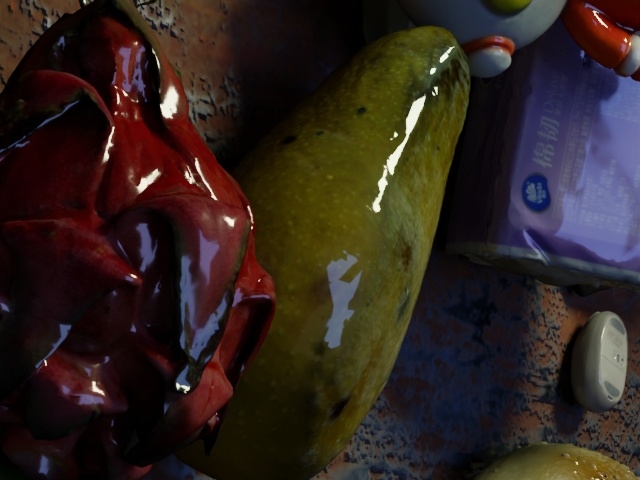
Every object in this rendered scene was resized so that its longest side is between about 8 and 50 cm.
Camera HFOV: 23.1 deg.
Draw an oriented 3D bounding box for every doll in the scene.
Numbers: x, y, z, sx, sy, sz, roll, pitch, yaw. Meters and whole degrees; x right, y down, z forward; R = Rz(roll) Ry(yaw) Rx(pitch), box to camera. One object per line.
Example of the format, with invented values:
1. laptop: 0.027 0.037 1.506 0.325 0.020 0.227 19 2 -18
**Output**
1. doll: 0.170 -0.207 1.112 0.337 0.105 0.199 -3 86 -16

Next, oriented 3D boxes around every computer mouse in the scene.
1. computer mouse: 0.257 0.114 1.459 0.066 0.039 0.096 37 56 -46

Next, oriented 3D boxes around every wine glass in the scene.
1. wine glass: 0.055 -0.159 1.172 0.073 0.073 0.155 4 93 -51

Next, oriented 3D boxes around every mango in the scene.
1. mango: -0.006 0.002 1.020 0.175 0.177 0.329 42 53 -35

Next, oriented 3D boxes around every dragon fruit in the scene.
1. dragon fruit: -0.121 -0.003 0.827 0.234 0.234 0.293 17 94 -50

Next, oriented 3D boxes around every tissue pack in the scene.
1. tissue pack: 0.251 -0.123 1.272 0.242 0.160 0.338 12 88 -14

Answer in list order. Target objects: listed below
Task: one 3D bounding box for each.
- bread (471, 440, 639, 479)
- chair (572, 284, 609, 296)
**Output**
1. bread: 0.210 0.314 1.314 0.305 0.159 0.305 -1 91 -50
2. chair: 0.393 -0.132 1.511 0.240 0.416 0.203 -110 -176 -58
